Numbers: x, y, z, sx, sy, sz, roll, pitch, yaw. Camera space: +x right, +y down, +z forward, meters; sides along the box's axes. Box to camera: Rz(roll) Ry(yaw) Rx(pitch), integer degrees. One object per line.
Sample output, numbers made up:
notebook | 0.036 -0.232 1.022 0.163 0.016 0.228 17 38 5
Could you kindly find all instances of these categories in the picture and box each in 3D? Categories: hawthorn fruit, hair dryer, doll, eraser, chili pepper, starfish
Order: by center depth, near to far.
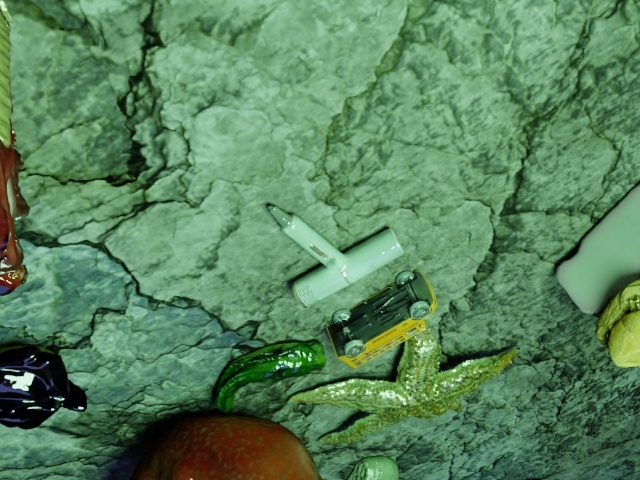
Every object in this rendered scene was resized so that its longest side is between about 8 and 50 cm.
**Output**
doll | -0.411 0.171 0.944 0.249 0.088 0.127 11 148 -19
hair dryer | 0.006 -0.005 0.965 0.155 0.044 0.183 -30 133 5
chili pepper | -0.080 0.192 1.115 0.182 0.050 0.073 -23 145 5
hawthorn fruit | -0.122 0.385 1.129 0.300 0.275 0.275 -3 134 -30
eraser | 0.577 0.033 1.175 0.359 0.122 0.272 17 122 -35
starfish | 0.143 0.257 1.257 0.347 0.078 0.358 20 123 -39

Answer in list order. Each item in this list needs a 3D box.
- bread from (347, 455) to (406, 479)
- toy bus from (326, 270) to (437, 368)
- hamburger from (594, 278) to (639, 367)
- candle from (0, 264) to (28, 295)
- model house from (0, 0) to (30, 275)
bread | 0.094 0.502 1.479 0.172 0.064 0.232 -26 135 1
toy bus | 0.094 0.115 1.094 0.162 0.069 0.074 -32 137 12
hamburger | 0.459 0.113 1.059 0.138 0.083 0.147 1 135 -15
candle | -0.390 0.004 0.817 0.048 0.053 0.162 3 150 44
model house | -0.325 -0.119 0.607 0.160 0.196 0.254 -3 133 -17
